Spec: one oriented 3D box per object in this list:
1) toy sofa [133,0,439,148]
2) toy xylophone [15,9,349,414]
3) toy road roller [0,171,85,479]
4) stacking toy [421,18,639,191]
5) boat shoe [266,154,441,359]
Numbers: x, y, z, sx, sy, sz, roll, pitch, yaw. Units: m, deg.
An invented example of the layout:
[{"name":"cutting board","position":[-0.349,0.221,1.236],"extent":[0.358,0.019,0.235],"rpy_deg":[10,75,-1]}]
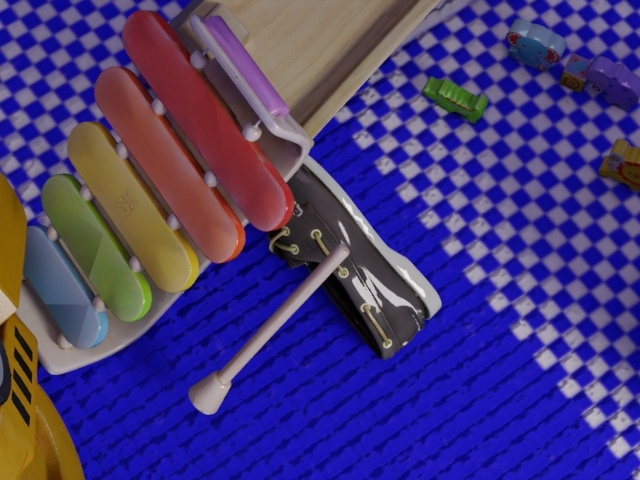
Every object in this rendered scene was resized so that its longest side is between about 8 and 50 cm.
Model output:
[{"name":"toy sofa","position":[0.014,-0.227,1.399],"extent":[0.150,0.177,0.362],"rpy_deg":[46,69,-11]},{"name":"toy xylophone","position":[-0.113,-0.012,1.233],"extent":[0.236,0.323,0.081],"rpy_deg":[46,27,22]},{"name":"toy road roller","position":[-0.294,0.113,1.193],"extent":[0.202,0.241,0.330],"rpy_deg":[-27,33,10]},{"name":"stacking toy","position":[0.224,-0.158,1.418],"extent":[0.221,0.052,0.167],"rpy_deg":[24,66,7]},{"name":"boat shoe","position":[0.000,0.000,1.282],"extent":[0.228,0.081,0.069],"rpy_deg":[45,75,-13]}]
